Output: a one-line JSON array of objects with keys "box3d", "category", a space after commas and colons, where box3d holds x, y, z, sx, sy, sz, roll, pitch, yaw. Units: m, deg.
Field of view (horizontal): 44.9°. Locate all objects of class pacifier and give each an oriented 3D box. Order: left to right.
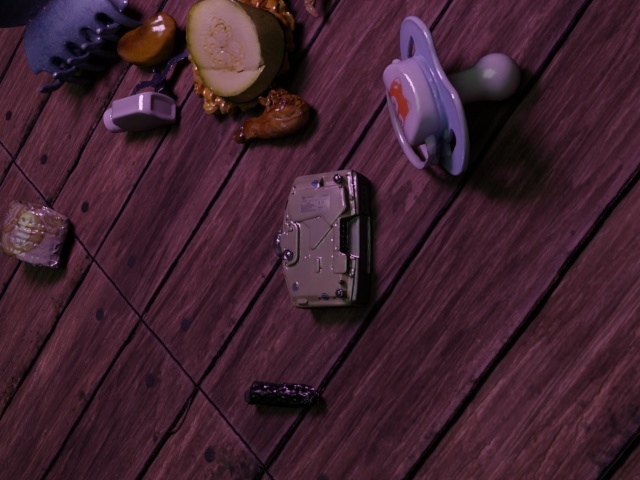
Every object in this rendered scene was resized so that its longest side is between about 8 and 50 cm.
[{"box3d": [0.243, -0.264, 1.386, 0.233, 0.244, 0.299, -18, 73, -1], "category": "pacifier"}]

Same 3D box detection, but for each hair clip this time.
[{"box3d": [-0.640, -0.559, 1.989, 0.318, 0.392, 0.238, -33, 89, 24], "category": "hair clip"}]

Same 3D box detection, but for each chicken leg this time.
[{"box3d": [-0.117, -0.265, 1.678, 0.208, 0.085, 0.101, -15, 107, 39], "category": "chicken leg"}]

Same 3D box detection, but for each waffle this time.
[{"box3d": [-0.180, -0.441, 1.765, 0.302, 0.068, 0.324, -28, 68, 28], "category": "waffle"}]

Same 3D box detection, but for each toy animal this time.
[{"box3d": [-0.395, -0.390, 1.906, 0.220, 0.062, 0.108, -32, 62, 12], "category": "toy animal"}]

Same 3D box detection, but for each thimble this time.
[{"box3d": [-0.747, -0.014, 2.039, 0.191, 0.137, 0.143, 21, 94, 25], "category": "thimble"}]

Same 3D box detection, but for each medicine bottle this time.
[{"box3d": [-0.446, -0.309, 1.893, 0.183, 0.119, 0.069, -8, 80, 36], "category": "medicine bottle"}]

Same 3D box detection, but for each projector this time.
[{"box3d": [0.000, 0.000, 1.544, 0.194, 0.088, 0.269, -6, 78, 31], "category": "projector"}]

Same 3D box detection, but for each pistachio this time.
[{"box3d": [-0.416, -0.491, 1.922, 0.189, 0.100, 0.110, -23, 89, 28], "category": "pistachio"}]

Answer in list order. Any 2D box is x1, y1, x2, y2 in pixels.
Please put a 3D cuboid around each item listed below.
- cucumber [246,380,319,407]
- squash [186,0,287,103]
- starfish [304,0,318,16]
[{"box3d": [-0.076, 0.313, 1.564, 0.182, 0.053, 0.053, -2, 80, 32], "category": "cucumber"}, {"box3d": [-0.186, -0.401, 1.653, 0.220, 0.133, 0.220, 1, 92, 32], "category": "squash"}, {"box3d": [0.028, -0.630, 1.654, 0.299, 0.060, 0.302, -7, 85, 13], "category": "starfish"}]
